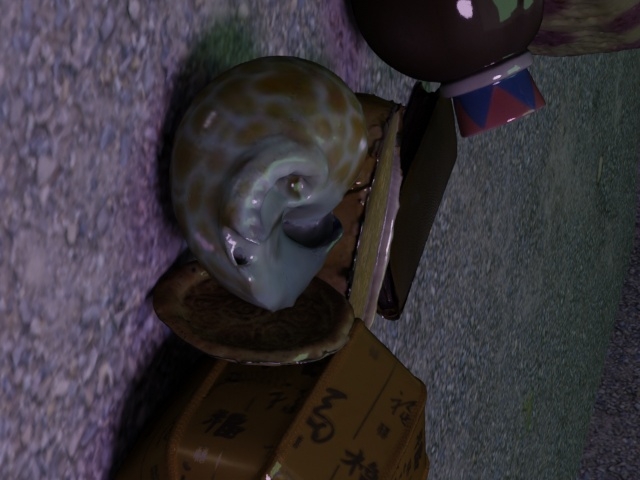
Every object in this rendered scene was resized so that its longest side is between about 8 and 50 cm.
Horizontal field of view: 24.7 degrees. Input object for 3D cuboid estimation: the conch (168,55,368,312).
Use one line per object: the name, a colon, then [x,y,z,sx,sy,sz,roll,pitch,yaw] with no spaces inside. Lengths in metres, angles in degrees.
conch: [-0.032,-0.043,0.812,0.116,0.106,0.173,49,48,-46]

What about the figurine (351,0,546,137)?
figurine: [0.101,-0.213,1.050,0.161,0.158,0.276,-141,-132,-63]

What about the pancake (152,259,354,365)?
pancake: [-0.036,0.039,0.808,0.115,0.114,0.011,-54,158,-57]

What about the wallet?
wallet: [0.079,-0.039,1.263,0.110,0.031,0.198,78,27,-46]

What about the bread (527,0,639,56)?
bread: [0.231,-0.281,1.382,0.338,0.187,0.155,38,57,-70]

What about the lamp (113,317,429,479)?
lamp: [-0.024,0.133,0.822,0.185,0.161,0.161,-58,150,-51]

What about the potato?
potato: [0.000,0.000,0.961,0.164,0.081,0.201,-31,130,-78]
